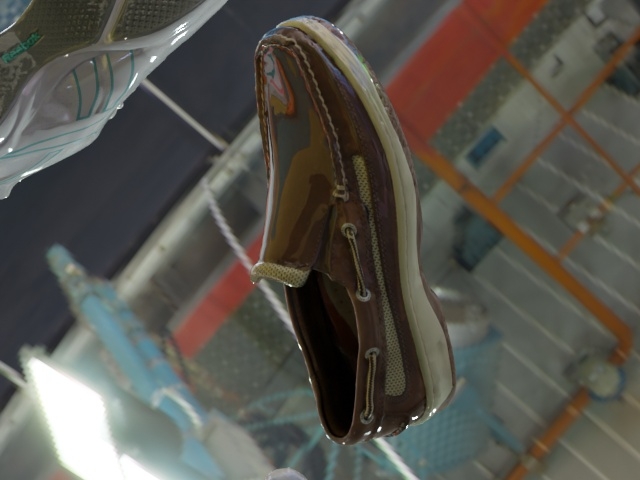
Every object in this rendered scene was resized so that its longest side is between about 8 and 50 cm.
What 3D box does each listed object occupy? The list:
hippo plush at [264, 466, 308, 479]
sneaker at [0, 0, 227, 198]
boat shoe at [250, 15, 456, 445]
[{"bbox_3d":[-0.091,0.192,0.750,0.294,0.234,0.236,-1,-155,42],"label":"hippo plush"},{"bbox_3d":[-0.095,-0.072,0.607,0.152,0.061,0.054,-34,-114,1],"label":"sneaker"},{"bbox_3d":[0.005,0.000,0.899,0.095,0.257,0.095,-25,-170,-34],"label":"boat shoe"}]
